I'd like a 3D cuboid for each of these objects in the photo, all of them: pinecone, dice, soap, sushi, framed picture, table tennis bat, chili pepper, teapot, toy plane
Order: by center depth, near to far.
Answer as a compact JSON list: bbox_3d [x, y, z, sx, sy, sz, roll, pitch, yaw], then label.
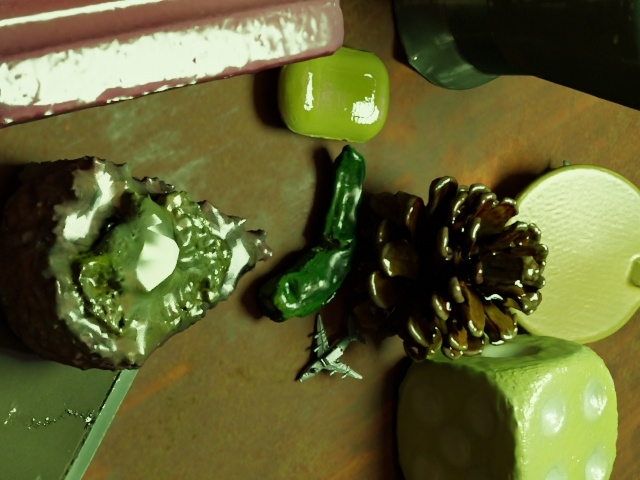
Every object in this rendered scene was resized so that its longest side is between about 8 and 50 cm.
[{"bbox_3d":[-0.280,0.165,1.106,0.231,0.018,0.293,43,66,-39],"label":"framed picture"},{"bbox_3d":[-0.152,-0.231,1.106,0.359,0.128,0.233,-18,109,-42],"label":"soap"},{"bbox_3d":[-0.149,0.032,1.145,0.241,0.107,0.161,28,69,-45],"label":"sushi"},{"bbox_3d":[0.011,-0.138,1.335,0.140,0.045,0.089,4,95,-46],"label":"soap"},{"bbox_3d":[0.005,0.001,1.345,0.073,0.050,0.182,38,66,-33],"label":"chili pepper"},{"bbox_3d":[0.270,-0.256,1.368,0.300,0.344,0.253,-53,129,-26],"label":"teapot"},{"bbox_3d":[0.122,0.028,1.372,0.150,0.195,0.179,5,85,-62],"label":"pinecone"},{"bbox_3d":[0.011,0.109,1.381,0.084,0.024,0.078,-41,103,-34],"label":"toy plane"},{"bbox_3d":[0.189,0.192,1.465,0.166,0.169,0.169,-9,101,-43],"label":"dice"},{"bbox_3d":[0.329,0.029,1.579,0.320,0.050,0.199,14,94,-24],"label":"table tennis bat"}]

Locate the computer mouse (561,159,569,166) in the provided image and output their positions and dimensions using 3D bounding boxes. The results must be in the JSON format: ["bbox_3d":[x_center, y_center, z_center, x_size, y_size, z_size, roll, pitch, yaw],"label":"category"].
[{"bbox_3d":[0.311,0.006,1.631,0.231,0.071,0.126,43,66,-38],"label":"computer mouse"}]
